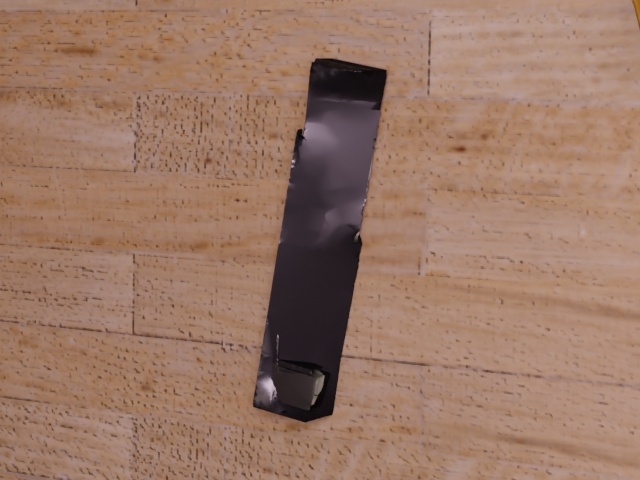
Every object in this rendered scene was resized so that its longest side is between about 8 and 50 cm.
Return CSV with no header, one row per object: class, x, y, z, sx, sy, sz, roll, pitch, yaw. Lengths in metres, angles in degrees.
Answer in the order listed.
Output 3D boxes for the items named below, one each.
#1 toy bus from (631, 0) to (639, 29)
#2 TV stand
toy bus,0.257,-0.171,1.056,0.126,0.209,0.136,7,107,28
TV stand,0.000,0.000,1.303,0.049,0.040,0.256,15,101,28
